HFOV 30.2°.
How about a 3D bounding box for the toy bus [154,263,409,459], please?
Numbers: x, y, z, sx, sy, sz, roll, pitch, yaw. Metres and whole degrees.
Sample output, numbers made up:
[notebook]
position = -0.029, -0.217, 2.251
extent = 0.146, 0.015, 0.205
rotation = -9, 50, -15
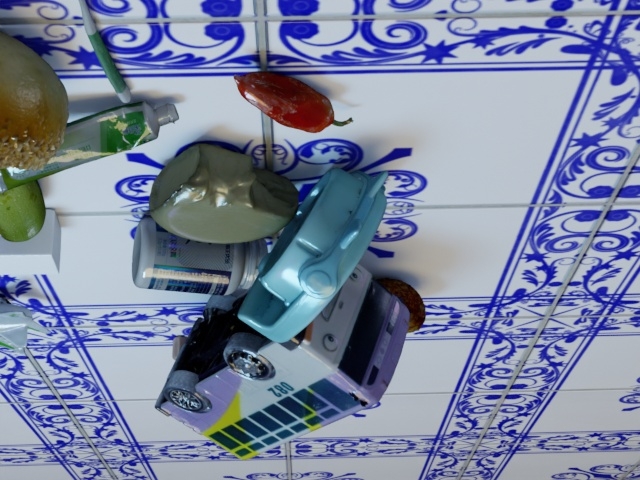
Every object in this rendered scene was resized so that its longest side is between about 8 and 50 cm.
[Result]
[toy bus]
position = -0.058, 0.194, 1.945
extent = 0.249, 0.209, 0.440
rotation = 36, 142, -17

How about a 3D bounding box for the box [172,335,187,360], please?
[box]
position = -0.238, 0.219, 2.291
extent = 0.025, 0.048, 0.115
rotation = -16, 152, 39

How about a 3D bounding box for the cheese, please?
[cheese]
position = -0.126, -0.059, 1.606
extent = 0.203, 0.091, 0.175
rotation = 11, 153, -30

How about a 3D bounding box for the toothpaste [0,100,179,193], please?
[toothpaste]
position = -0.294, -0.121, 1.447
extent = 0.248, 0.046, 0.078
rotation = -18, 136, 1

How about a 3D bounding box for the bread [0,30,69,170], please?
[bread]
position = -0.423, -0.153, 1.268
extent = 0.314, 0.171, 0.192
rotation = 5, 159, -18

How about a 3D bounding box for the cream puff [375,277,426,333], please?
[cream puff]
position = 0.107, 0.113, 2.024
extent = 0.149, 0.084, 0.149
rotation = 2, 155, 1

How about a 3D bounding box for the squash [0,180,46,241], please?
[squash]
position = -0.419, -0.078, 1.541
extent = 0.095, 0.094, 0.341
rotation = -1, 156, -1

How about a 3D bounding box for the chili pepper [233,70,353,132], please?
[chili pepper]
position = -0.034, -0.161, 1.414
extent = 0.050, 0.059, 0.191
rotation = -13, 158, 43

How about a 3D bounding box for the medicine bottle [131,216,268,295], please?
[medicine bottle]
position = -0.181, 0.027, 1.775
extent = 0.192, 0.107, 0.107
rotation = 6, 156, -17

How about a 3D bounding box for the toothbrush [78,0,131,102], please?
[toothbrush]
position = -0.248, -0.221, 1.309
extent = 0.024, 0.018, 0.257
rotation = -2, 157, 7

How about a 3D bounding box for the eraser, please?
[eraser]
position = -0.536, 0.004, 1.734
extent = 0.298, 0.078, 0.076
rotation = 0, 156, -3

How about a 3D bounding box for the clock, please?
[clock]
position = 0.000, 0.000, 1.613
extent = 0.094, 0.223, 0.274
rotation = 32, 141, -7

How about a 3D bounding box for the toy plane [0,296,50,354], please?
[toy plane]
position = -0.599, 0.135, 2.012
extent = 0.255, 0.101, 0.251
rotation = -2, 157, 10
